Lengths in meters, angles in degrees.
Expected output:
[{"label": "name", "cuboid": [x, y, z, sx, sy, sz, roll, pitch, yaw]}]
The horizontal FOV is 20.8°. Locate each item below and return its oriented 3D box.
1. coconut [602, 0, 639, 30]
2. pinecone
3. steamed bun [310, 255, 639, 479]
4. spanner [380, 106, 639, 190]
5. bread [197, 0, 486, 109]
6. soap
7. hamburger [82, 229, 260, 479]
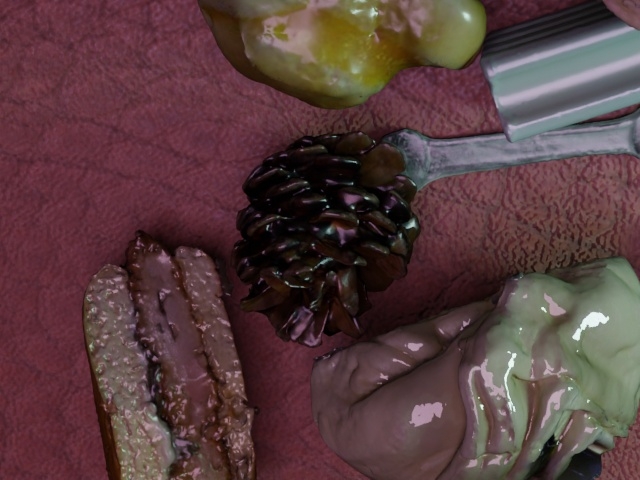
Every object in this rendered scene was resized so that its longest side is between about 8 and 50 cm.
[{"label": "coconut", "cuboid": [0.302, -0.372, 1.354, 0.404, 0.404, 0.405, 2, 105, 7]}, {"label": "pinecone", "cuboid": [0.000, -0.006, 1.671, 0.179, 0.204, 0.184, 2, 123, 14]}, {"label": "steamed bun", "cuboid": [0.169, 0.153, 1.654, 0.320, 0.275, 0.206, -21, 82, 28]}, {"label": "spanner", "cuboid": [0.203, -0.090, 1.717, 0.301, 0.017, 0.071, -6, 105, 10]}, {"label": "bread", "cuboid": [0.025, -0.294, 1.584, 0.300, 0.210, 0.341, 8, 106, -7]}, {"label": "soap", "cuboid": [0.287, -0.180, 1.607, 0.265, 0.160, 0.088, -18, 103, 11]}, {"label": "hamburger", "cuboid": [-0.152, 0.163, 1.763, 0.155, 0.245, 0.282, -12, 61, -14]}]
